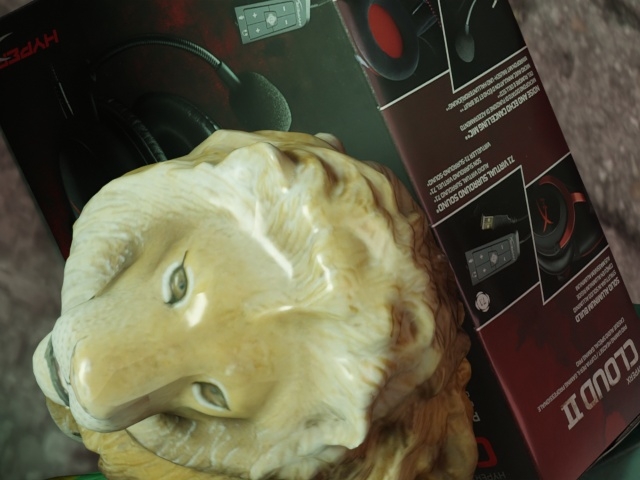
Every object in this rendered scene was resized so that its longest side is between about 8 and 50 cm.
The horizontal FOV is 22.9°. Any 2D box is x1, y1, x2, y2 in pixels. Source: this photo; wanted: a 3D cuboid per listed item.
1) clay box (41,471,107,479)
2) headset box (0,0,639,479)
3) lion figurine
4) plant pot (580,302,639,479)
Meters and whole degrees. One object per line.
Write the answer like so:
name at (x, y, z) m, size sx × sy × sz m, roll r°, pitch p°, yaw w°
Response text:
clay box at (-0.141, 0.168, 0.620) m, size 0.222 × 0.053 × 0.127 m, roll -9°, pitch 86°, yaw -47°
headset box at (0.000, 0.000, 0.695) m, size 0.110 × 0.218 × 0.293 m, roll -34°, pitch 104°, yaw -45°
lion figurine at (0.012, 0.141, 0.572) m, size 0.392 × 0.240 × 0.142 m, roll 56°, pitch 44°, yaw -20°
plant pot at (0.224, 0.208, 0.814) m, size 0.341 × 0.341 × 0.334 m, roll -38°, pitch 100°, yaw -45°
